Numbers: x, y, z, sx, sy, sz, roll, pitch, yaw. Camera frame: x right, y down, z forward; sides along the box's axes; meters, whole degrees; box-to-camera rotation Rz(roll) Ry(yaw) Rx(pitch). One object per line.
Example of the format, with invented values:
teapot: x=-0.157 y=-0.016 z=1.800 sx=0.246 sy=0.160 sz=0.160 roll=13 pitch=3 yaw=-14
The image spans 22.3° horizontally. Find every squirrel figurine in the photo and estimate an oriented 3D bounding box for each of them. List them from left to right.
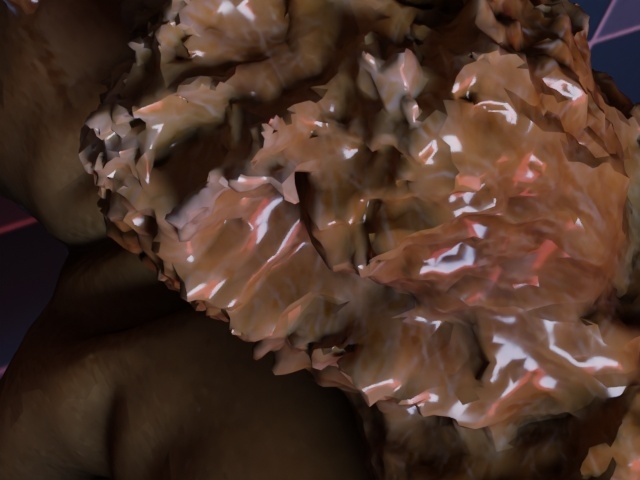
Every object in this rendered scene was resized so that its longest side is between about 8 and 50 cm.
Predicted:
squirrel figurine: x=0.000 y=0.000 z=0.579 sx=0.281 sy=0.370 sz=0.397 roll=-13 pitch=168 yaw=-30
